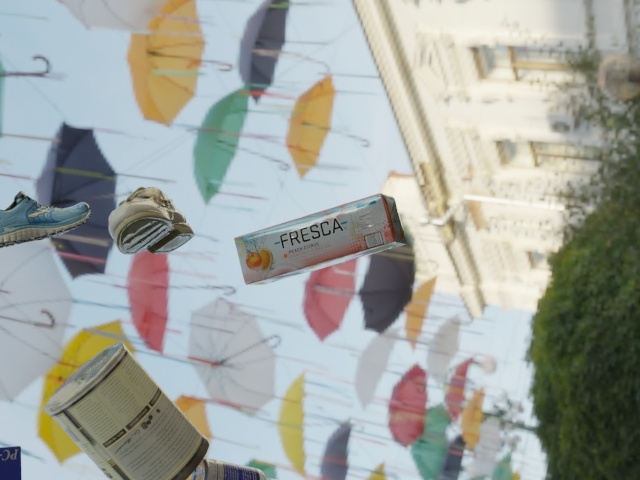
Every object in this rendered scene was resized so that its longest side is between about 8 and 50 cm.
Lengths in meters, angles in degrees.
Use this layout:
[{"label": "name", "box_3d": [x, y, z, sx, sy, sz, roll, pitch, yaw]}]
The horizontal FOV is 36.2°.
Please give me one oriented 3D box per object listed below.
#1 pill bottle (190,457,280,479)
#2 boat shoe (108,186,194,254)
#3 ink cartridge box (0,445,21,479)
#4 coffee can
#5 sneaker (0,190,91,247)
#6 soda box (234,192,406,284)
[{"label": "pill bottle", "box_3d": [-0.174, 0.529, 2.056, 0.186, 0.112, 0.112, 17, -100, -21]}, {"label": "boat shoe", "box_3d": [-0.334, -0.042, 1.843, 0.103, 0.113, 0.302, 58, -177, 9]}, {"label": "ink cartridge box", "box_3d": [-0.551, 0.365, 1.473, 0.207, 0.046, 0.097, 9, -108, -51]}, {"label": "coffee can", "box_3d": [-0.387, 0.372, 1.969, 0.275, 0.201, 0.201, 52, -136, -12]}, {"label": "sneaker", "box_3d": [-0.399, -0.038, 1.373, 0.162, 0.063, 0.073, -14, -91, -38]}, {"label": "soda box", "box_3d": [0.000, 0.000, 1.100, 0.063, 0.183, 0.058, 8, -112, -72]}]
